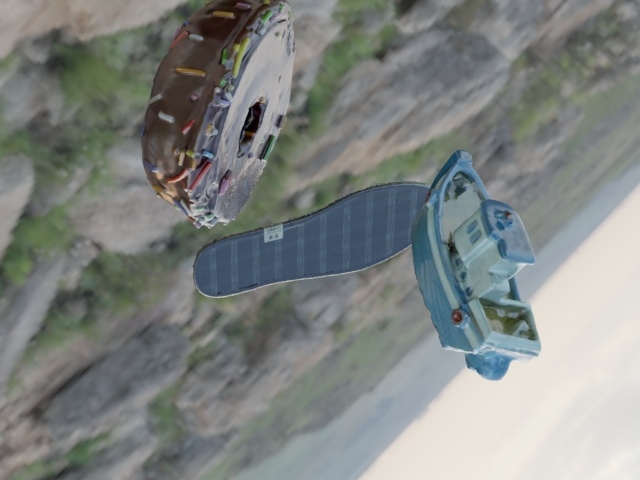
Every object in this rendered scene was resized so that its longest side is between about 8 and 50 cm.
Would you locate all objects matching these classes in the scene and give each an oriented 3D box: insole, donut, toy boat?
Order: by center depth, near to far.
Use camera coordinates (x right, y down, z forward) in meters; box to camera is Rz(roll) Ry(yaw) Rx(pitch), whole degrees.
[{"bbox_3d":[0.146,0.010,1.201,0.088,0.215,0.102,13,138,-35],"label":"toy boat"},{"bbox_3d":[-0.097,-0.129,1.306,0.235,0.089,0.235,21,90,-80],"label":"donut"},{"bbox_3d":[0.000,0.000,1.559,0.309,0.012,0.110,-13,124,-21],"label":"insole"}]
